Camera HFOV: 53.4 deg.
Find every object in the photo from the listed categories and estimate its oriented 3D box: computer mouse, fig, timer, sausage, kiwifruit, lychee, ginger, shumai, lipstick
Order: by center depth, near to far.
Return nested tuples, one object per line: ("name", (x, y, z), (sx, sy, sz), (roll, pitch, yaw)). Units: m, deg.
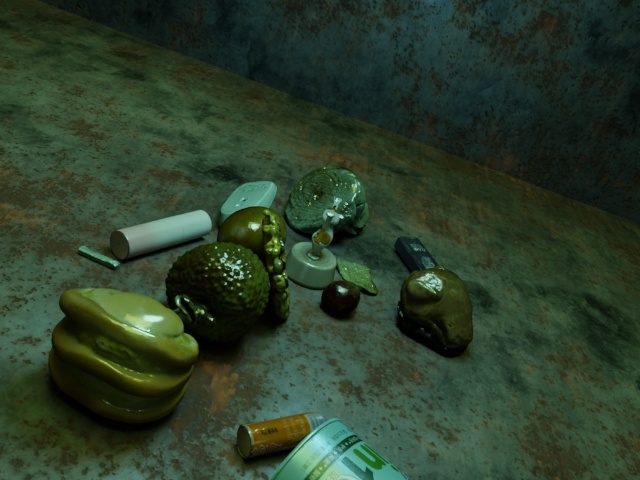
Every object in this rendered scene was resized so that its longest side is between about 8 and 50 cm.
("sausage", (-0.070, 0.428, 1.422), (0.234, 0.071, 0.071), (-1, 34, -35))
("lychee", (-0.261, 0.128, 1.624), (0.269, 0.270, 0.320), (16, 45, -10))
("lipstick", (-0.475, -0.022, 1.927), (0.087, 0.087, 0.326), (35, 30, 24))
("fig", (0.076, 0.166, 1.963), (0.109, 0.103, 0.154), (51, 42, 7))
("kiwifruit", (-0.216, -0.010, 1.979), (0.195, 0.196, 0.234), (32, 32, 21))
("ginger", (0.376, 0.200, 1.995), (0.269, 0.223, 0.200), (26, 24, 14))
("timer", (0.000, 0.000, 2.028), (0.175, 0.266, 0.175), (17, 28, -9))
("computer mouse", (-0.249, -0.111, 2.213), (0.159, 0.097, 0.288), (-4, 28, 19))
("shumai", (0.054, -0.105, 2.401), (0.309, 0.304, 0.263), (46, 2, 42))

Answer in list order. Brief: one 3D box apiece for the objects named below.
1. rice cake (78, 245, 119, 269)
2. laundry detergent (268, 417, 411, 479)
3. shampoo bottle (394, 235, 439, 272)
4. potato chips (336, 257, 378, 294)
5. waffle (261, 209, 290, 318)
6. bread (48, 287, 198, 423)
("rice cake", (-0.618, 0.047, 1.774), (0.121, 0.022, 0.022), (24, 38, 4))
("laundry detergent", (0.061, 0.521, 1.114), (0.305, 0.288, 0.287), (34, 30, 24))
("shampoo bottle", (0.378, 0.097, 2.337), (0.098, 0.071, 0.310), (9, 32, -28))
("potato chips", (0.126, 0.116, 2.176), (0.209, 0.026, 0.142), (33, 33, 25))
("waffle", (-0.123, 0.070, 1.801), (0.058, 0.301, 0.282), (-7, 39, -3))
("bread", (-0.418, 0.239, 1.329), (0.315, 0.270, 0.211), (27, 42, -3))
